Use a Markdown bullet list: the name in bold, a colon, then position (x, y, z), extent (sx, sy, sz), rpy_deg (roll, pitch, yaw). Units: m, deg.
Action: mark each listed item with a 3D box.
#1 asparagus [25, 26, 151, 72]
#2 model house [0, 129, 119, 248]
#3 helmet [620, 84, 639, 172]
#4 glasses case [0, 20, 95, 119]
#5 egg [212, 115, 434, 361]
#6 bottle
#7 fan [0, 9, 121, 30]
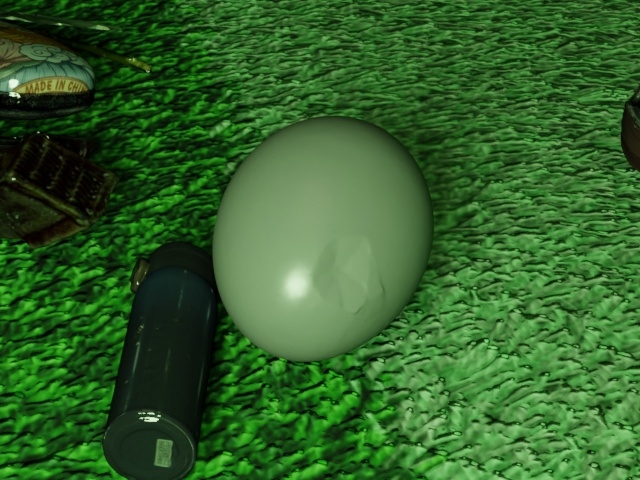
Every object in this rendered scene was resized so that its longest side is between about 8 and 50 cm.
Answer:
- **asparagus**: position (-0.243, -0.200, 2.010), extent (0.166, 0.013, 0.016), rpy_deg (19, 28, 26)
- **model house**: position (-0.257, -0.061, 1.716), extent (0.152, 0.106, 0.165), rpy_deg (3, 38, 9)
- **helmet**: position (0.329, -0.100, 1.796), extent (0.098, 0.070, 0.123), rpy_deg (26, 35, 25)
- **glasses case**: position (-0.330, -0.171, 1.861), extent (0.122, 0.082, 0.321), rpy_deg (-7, 18, -34)
- **egg**: position (0.000, 0.000, 1.556), extent (0.176, 0.176, 0.232), rpy_deg (9, 35, 14)
- **bottle**: position (-0.124, 0.089, 1.517), extent (0.082, 0.072, 0.244), rpy_deg (17, 33, -6)
- **fan**: position (-0.326, -0.237, 2.023), extent (0.240, 0.009, 0.131), rpy_deg (7, 9, -4)
